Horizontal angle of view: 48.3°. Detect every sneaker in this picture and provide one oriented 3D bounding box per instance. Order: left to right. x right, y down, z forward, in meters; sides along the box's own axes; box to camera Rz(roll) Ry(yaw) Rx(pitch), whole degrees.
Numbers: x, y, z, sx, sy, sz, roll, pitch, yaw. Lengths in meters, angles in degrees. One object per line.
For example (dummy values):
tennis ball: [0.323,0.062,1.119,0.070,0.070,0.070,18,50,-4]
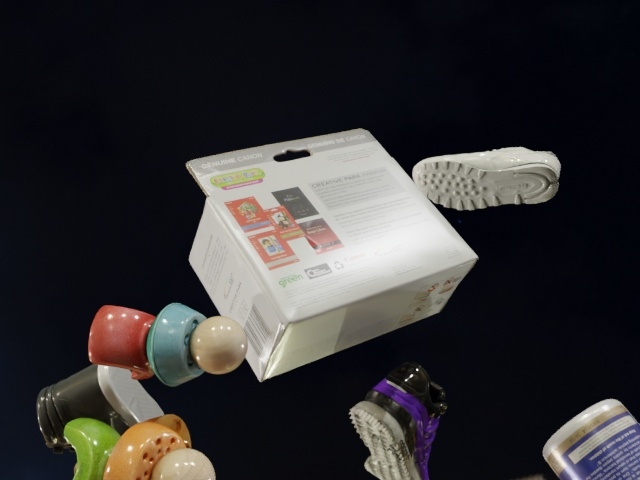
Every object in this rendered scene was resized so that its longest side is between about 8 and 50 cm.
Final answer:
sneaker: [-0.335,0.303,1.122,0.147,0.104,0.295,-17,-51,3]
sneaker: [0.139,0.282,1.069,0.146,0.102,0.293,-48,-33,-25]
sneaker: [0.271,-0.110,1.175,0.235,0.095,0.090,4,-51,16]

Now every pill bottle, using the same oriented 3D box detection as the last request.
pill bottle: [0.478,0.388,1.082,0.153,0.264,0.153,-23,-35,-17]

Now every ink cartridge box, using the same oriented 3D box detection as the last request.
ink cartridge box: [0.000,0.000,0.954,0.309,0.272,0.130,-15,-34,-33]

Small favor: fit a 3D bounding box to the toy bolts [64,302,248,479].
toy bolts: [-0.146,0.184,0.755,0.158,0.218,0.228,-3,-109,23]
